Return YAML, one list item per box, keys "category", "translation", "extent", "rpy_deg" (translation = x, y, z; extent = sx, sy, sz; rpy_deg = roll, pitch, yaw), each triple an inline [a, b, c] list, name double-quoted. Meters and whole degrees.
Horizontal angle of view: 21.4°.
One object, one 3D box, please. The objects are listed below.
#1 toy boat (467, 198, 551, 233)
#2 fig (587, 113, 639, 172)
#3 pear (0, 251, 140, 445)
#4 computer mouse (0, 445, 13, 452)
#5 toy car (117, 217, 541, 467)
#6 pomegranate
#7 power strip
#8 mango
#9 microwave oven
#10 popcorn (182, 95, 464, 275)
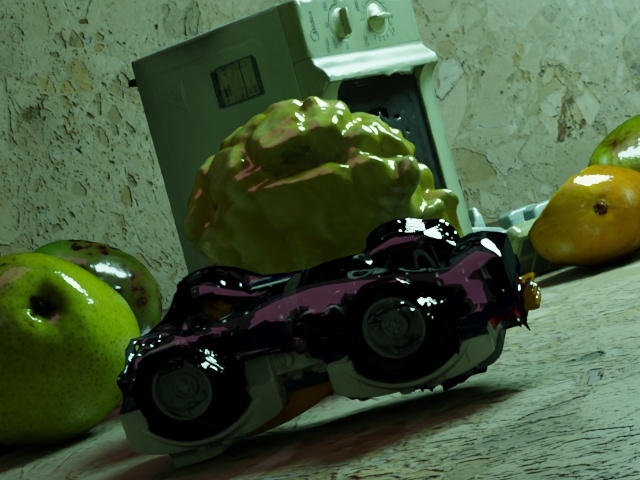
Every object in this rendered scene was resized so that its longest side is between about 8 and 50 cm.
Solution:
- category: "toy boat"
  translation: [0.148, 0.019, 2.040]
  extent: [0.319, 0.092, 0.141]
  rpy_deg: [-17, 0, -24]
- category: "fig"
  translation: [0.439, -0.097, 2.272]
  extent: [0.154, 0.165, 0.144]
  rpy_deg: [13, -30, 11]
- category: "pear"
  translation: [-0.264, 0.104, 1.557]
  extent: [0.198, 0.198, 0.198]
  rpy_deg: [-15, 1, 0]
- category: "computer mouse"
  translation: [-0.415, 0.186, 1.686]
  extent: [0.295, 0.087, 0.168]
  rpy_deg: [-12, 2, 14]
- category: "toy car"
  translation: [0.006, 0.070, 1.185]
  extent: [0.301, 0.118, 0.193]
  rpy_deg: [-14, 10, 11]
- category: "pomegranate"
  translation: [-0.293, 0.105, 2.060]
  extent: [0.202, 0.202, 0.248]
  rpy_deg: [-16, -26, -11]
- category: "power strip"
  translation: [0.276, -0.001, 1.971]
  extent: [0.169, 0.076, 0.028]
  rpy_deg: [-18, 42, -34]
- category: "mango"
  translation: [0.311, -0.021, 1.868]
  extent: [0.141, 0.102, 0.217]
  rpy_deg: [-41, -12, 18]
- category: "microwave oven"
  translation: [-0.005, -0.068, 1.818]
  extent: [0.286, 0.355, 0.218]
  rpy_deg: [-15, 1, 42]
- category: "popcorn"
  translation: [0.003, -0.005, 1.486]
  extent: [0.249, 0.249, 0.225]
  rpy_deg: [-15, 15, 0]
